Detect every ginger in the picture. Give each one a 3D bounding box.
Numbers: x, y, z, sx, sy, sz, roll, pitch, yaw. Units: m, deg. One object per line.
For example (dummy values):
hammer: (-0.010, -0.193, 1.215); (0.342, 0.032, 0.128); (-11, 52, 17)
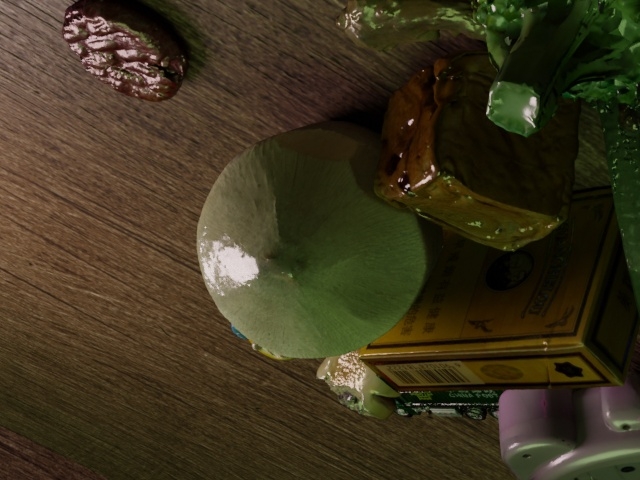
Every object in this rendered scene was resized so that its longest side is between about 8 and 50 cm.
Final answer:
ginger: (0.093, -0.195, 1.054); (0.173, 0.051, 0.069); (10, 153, 28)

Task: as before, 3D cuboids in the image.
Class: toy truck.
toy truck: (0.168, 0.187, 1.641); (0.259, 0.088, 0.121); (-7, 142, 42)

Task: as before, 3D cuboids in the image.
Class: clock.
clock: (0.410, 0.266, 1.508); (0.322, 0.113, 0.295); (-13, 143, 22)

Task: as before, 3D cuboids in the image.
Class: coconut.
coconut: (0.000, 0.000, 1.225); (0.237, 0.237, 0.266); (14, -166, 17)

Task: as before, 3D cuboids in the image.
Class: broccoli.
broccoli: (0.184, -0.157, 0.900); (0.194, 0.194, 0.220); (25, 147, -4)

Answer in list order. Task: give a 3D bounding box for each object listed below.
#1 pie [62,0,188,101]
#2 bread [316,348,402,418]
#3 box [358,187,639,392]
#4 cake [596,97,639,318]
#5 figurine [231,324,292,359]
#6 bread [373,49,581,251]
pie: (-0.209, -0.204, 1.284); (0.154, 0.036, 0.154); (18, 154, 9)
bread: (0.072, 0.154, 1.579); (0.084, 0.177, 0.119); (10, -159, -49)
box: (0.198, 0.058, 1.267); (0.301, 0.193, 0.084); (-10, 139, 46)
cake: (0.349, 0.000, 1.082); (0.158, 0.172, 0.283); (-6, 139, 40)
figurine: (-0.032, 0.089, 1.597); (0.185, 0.127, 0.234); (1, 136, 23)
bread: (0.144, -0.081, 1.091); (0.158, 0.143, 0.149); (17, 159, -12)
